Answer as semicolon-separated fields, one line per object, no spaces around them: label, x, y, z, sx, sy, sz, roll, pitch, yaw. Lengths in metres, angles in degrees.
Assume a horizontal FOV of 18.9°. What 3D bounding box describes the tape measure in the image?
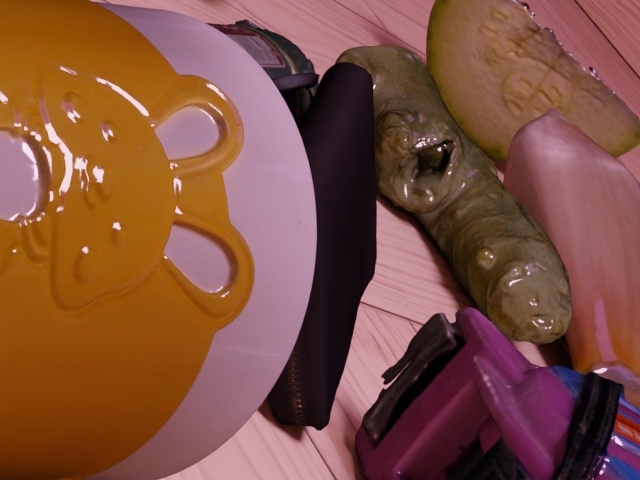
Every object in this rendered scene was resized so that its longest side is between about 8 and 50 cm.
tape measure;0.142;0.166;0.998;0.231;0.149;0.245;38;11;-18

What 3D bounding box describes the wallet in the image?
wallet;0.000;0.000;1.068;0.250;0.044;0.149;-70;158;-67

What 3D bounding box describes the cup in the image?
cup;-0.128;0.022;0.652;0.226;0.185;0.241;9;71;-56

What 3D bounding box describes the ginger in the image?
ginger;0.098;-0.035;1.457;0.290;0.089;0.137;58;1;20

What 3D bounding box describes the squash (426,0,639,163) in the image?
squash;0.188;-0.163;1.857;0.237;0.204;0.155;44;39;-8

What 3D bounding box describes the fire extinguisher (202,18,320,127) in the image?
fire extinguisher;-0.087;-0.083;1.085;0.118;0.093;0.294;11;7;18

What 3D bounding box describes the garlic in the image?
garlic;0.221;0.027;1.558;0.143;0.112;0.318;27;30;-29
